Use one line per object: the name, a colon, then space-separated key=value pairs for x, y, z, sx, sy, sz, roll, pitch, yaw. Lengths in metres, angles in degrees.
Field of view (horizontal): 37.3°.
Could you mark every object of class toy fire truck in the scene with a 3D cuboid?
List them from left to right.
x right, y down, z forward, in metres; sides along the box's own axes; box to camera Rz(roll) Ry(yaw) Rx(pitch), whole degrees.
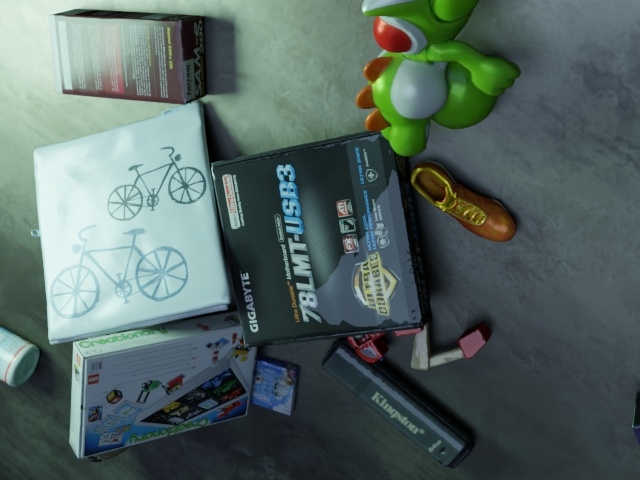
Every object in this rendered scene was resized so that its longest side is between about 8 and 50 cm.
toy fire truck: x=0.150 y=0.151 z=1.468 sx=0.192 sy=0.047 sz=0.135 roll=-36 pitch=87 yaw=22

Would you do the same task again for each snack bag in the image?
snack bag: x=-0.311 y=-0.028 z=1.511 sx=0.323 sy=0.037 sz=0.342 roll=-14 pitch=77 yaw=15

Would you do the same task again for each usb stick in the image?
usb stick: x=0.122 y=0.260 z=1.531 sx=0.278 sy=0.045 sz=0.077 roll=39 pitch=118 yaw=5

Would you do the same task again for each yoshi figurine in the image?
yoshi figurine: x=0.167 y=-0.274 z=1.221 sx=0.203 sy=0.203 sz=0.362 roll=15 pitch=135 yaw=8

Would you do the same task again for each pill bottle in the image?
pill bottle: x=-0.623 y=0.206 z=1.802 sx=0.160 sy=0.087 sz=0.087 roll=26 pitch=117 yaw=13

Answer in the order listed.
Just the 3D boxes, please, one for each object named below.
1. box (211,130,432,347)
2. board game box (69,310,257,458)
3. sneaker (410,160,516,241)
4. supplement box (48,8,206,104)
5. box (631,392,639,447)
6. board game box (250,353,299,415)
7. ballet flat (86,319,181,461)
box: x=0.000 y=0.000 z=1.428 sx=0.293 sy=0.073 sz=0.295 roll=-8 pitch=92 yaw=20
board game box: x=-0.248 y=0.228 z=1.532 sx=0.053 sy=0.305 sz=0.193 roll=39 pitch=128 yaw=46
sneaker: x=0.202 y=-0.048 z=1.369 sx=0.175 sy=0.067 sz=0.064 roll=33 pitch=117 yaw=7
supplement box: x=-0.302 y=-0.291 z=1.488 sx=0.239 sy=0.073 sz=0.130 roll=9 pitch=113 yaw=21
box: x=0.592 y=0.286 z=1.312 sx=0.261 sy=0.103 sz=0.184 roll=-19 pitch=103 yaw=28
board game box: x=-0.085 y=0.246 z=1.628 sx=0.090 sy=0.020 sz=0.090 roll=14 pitch=115 yaw=19
ballet flat: x=-0.321 y=0.210 z=1.625 sx=0.182 sy=0.164 sz=0.482 roll=24 pitch=116 yaw=33
